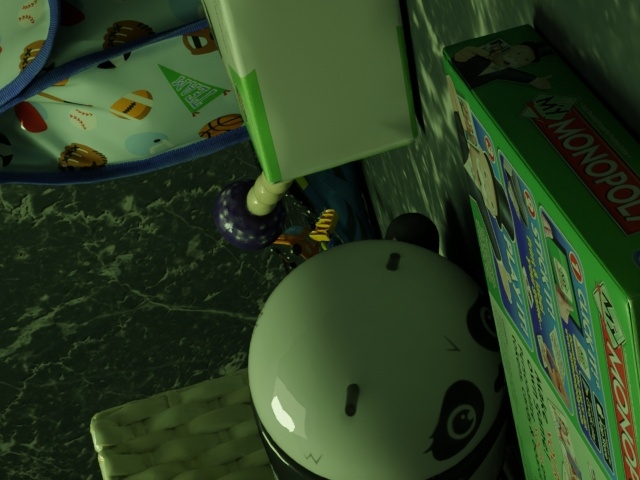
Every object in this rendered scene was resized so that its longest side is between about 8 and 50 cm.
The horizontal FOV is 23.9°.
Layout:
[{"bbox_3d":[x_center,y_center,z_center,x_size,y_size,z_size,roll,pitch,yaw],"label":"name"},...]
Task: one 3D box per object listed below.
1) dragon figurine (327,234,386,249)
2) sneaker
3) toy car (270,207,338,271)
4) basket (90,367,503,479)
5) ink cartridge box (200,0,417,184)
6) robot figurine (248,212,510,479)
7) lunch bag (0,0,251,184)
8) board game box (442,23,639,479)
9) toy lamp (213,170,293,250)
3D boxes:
[{"bbox_3d":[0.020,0.114,1.404,0.144,0.085,0.289,-54,-23,-72],"label":"dragon figurine"},{"bbox_3d":[0.021,-0.039,1.477,0.069,0.082,0.209,15,146,55],"label":"sneaker"},{"bbox_3d":[0.000,0.000,1.430,0.060,0.040,0.122,34,156,-21],"label":"toy car"},{"bbox_3d":[0.007,0.289,1.250,0.266,0.331,0.328,85,167,-47],"label":"basket"},{"bbox_3d":[-0.035,-0.208,1.049,0.198,0.115,0.273,77,174,-47],"label":"ink cartridge box"},{"bbox_3d":[0.045,0.113,1.020,0.209,0.173,0.278,58,170,27],"label":"robot figurine"},{"bbox_3d":[-0.226,-0.244,1.546,0.239,0.385,0.328,78,174,-54],"label":"lunch bag"},{"bbox_3d":[0.130,0.091,0.657,0.213,0.046,0.317,-116,10,-57],"label":"board game box"},{"bbox_3d":[-0.025,-0.075,1.310,0.275,0.080,0.080,-45,60,61],"label":"toy lamp"}]
